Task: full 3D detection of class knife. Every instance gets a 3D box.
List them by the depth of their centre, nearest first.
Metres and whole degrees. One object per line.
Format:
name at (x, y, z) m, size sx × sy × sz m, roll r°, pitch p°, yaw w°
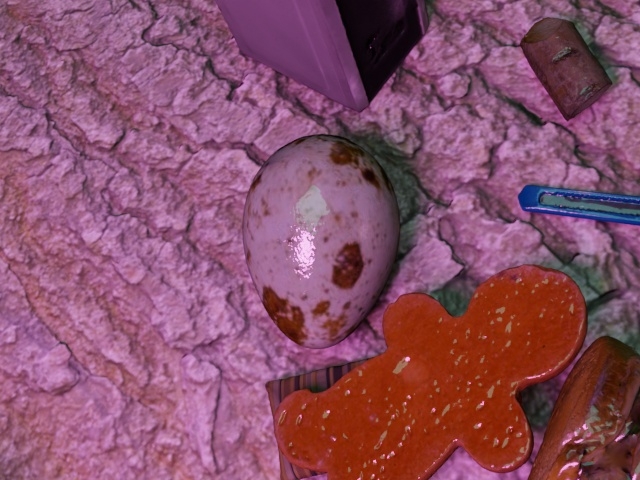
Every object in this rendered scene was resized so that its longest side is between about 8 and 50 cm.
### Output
knife at (0.359, -0.026, 0.890) m, size 0.297 × 0.026 × 0.044 m, roll 8°, pitch 79°, yaw 18°

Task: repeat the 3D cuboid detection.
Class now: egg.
egg at (0.000, 0.000, 0.896) m, size 0.169 × 0.169 × 0.231 m, roll 0°, pitch 77°, yaw 15°

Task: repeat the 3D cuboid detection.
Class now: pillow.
pillow at (0.047, 0.176, 0.871) m, size 0.204 × 0.038 × 0.113 m, roll -15°, pitch 65°, yaw 9°

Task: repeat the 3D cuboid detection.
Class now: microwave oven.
microwave oven at (-0.011, -0.333, 0.983) m, size 0.238 × 0.295 × 0.181 m, roll 32°, pitch 78°, yaw 26°

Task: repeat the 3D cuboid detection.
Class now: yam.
yam at (0.281, -0.206, 0.972) m, size 0.070 × 0.069 × 0.146 m, roll -23°, pitch 63°, yaw 3°

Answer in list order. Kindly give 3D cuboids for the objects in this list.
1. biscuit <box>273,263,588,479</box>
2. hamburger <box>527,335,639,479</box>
biscuit at (0.116, 0.146, 0.801) m, size 0.324 × 0.049 × 0.205 m, roll -43°, pitch 53°, yaw 4°
hamburger at (0.257, 0.182, 0.730) m, size 0.122 × 0.189 × 0.215 m, roll 20°, pitch 56°, yaw 16°
